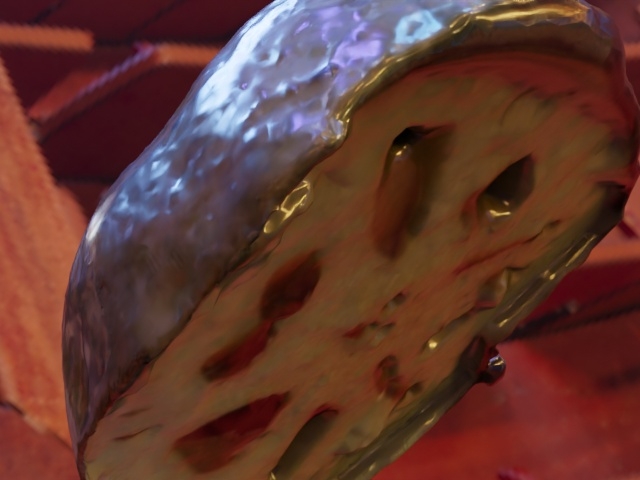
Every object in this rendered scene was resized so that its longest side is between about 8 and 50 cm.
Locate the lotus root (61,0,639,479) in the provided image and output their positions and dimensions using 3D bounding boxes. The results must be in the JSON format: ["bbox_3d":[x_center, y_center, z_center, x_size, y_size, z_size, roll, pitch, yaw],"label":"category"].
[{"bbox_3d":[-0.001,-0.002,0.469,0.078,0.183,0.203,47,-10,26],"label":"lotus root"}]
